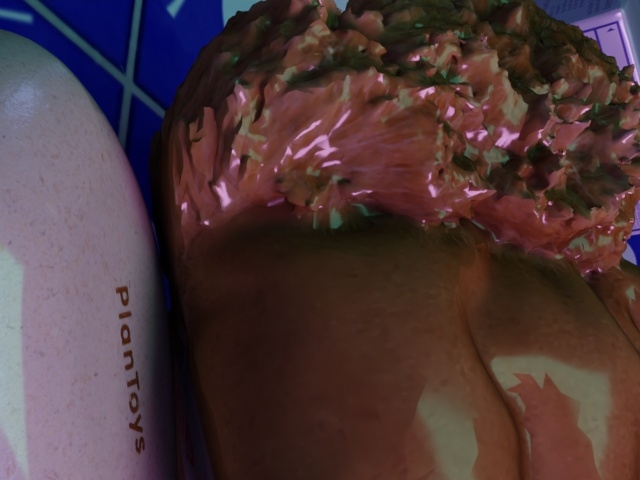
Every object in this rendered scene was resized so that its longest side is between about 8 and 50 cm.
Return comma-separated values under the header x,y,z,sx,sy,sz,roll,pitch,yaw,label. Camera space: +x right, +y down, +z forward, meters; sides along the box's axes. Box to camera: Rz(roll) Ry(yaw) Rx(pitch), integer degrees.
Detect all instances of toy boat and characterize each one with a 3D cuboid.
x,y,z,sx,sy,sz,roll,pitch,yaw,label
-0.163,0.042,0.316,0.318,0.148,0.268,20,64,-76,toy boat

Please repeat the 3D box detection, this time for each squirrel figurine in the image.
x,y,z,sx,sy,sz,roll,pitch,yaw,label
0.109,0.039,0.485,0.281,0.370,0.397,175,-93,-73,squirrel figurine

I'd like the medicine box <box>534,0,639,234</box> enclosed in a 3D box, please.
x,y,z,sx,sy,sz,roll,pitch,yaw,label
0.247,-0.133,1.086,0.264,0.289,0.149,66,29,-24,medicine box
